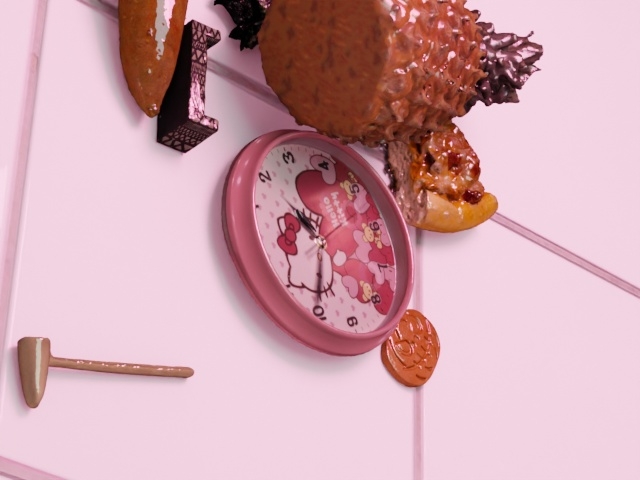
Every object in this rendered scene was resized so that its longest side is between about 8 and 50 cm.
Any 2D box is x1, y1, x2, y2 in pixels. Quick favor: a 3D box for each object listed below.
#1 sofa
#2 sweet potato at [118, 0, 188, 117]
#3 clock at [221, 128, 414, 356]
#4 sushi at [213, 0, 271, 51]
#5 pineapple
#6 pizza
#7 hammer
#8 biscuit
[{"bbox_3d":[-0.128,-0.150,1.786,0.039,0.060,0.118,19,56,-34],"label":"sofa"},{"bbox_3d":[-0.192,-0.290,1.787,0.108,0.079,0.346,-20,80,-37],"label":"sweet potato"},{"bbox_3d":[-0.001,0.000,1.837,0.244,0.056,0.244,24,54,-37],"label":"clock"},{"bbox_3d":[-0.064,-0.246,1.909,0.084,0.056,0.083,-22,85,-51],"label":"sushi"},{"bbox_3d":[0.104,-0.199,1.903,0.362,0.202,0.202,-7,74,-51],"label":"pineapple"},{"bbox_3d":[0.129,-0.102,2.018,0.154,0.069,0.194,-7,73,-48],"label":"pizza"},{"bbox_3d":[-0.182,0.121,1.606,0.195,0.028,0.060,9,68,-45],"label":"hammer"},{"bbox_3d":[0.092,0.108,1.904,0.078,0.015,0.091,44,43,-20],"label":"biscuit"}]
